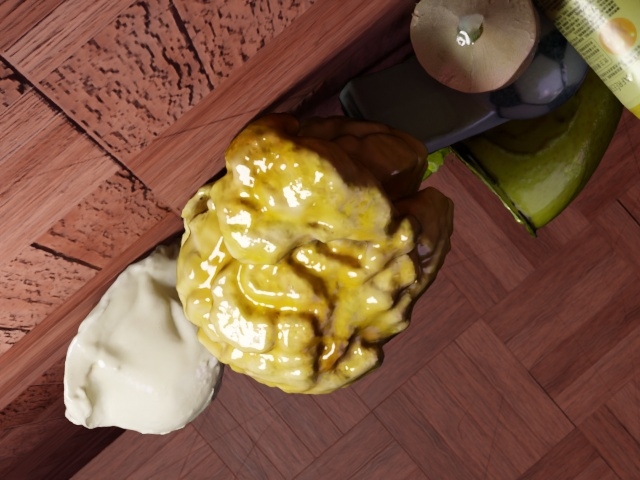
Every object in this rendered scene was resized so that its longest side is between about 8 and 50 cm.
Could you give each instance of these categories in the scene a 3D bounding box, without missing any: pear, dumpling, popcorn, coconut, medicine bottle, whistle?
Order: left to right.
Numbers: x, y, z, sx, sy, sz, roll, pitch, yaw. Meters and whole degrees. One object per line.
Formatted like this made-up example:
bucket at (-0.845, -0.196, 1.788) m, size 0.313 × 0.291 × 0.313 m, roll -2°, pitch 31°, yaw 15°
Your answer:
dumpling at (-0.163, 0.092, 1.632) m, size 0.258 × 0.147 × 0.193 m, roll -29°, pitch 138°, yaw -47°
popcorn at (0.000, 0.000, 1.489) m, size 0.265 × 0.225 × 0.332 m, roll -29°, pitch 153°, yaw -16°
coconut at (0.141, -0.190, 1.499) m, size 0.116 × 0.116 × 0.122 m, roll -41°, pitch 174°, yaw 8°
whistle at (0.171, -0.183, 1.628) m, size 0.289 × 0.163 × 0.163 m, roll -25°, pitch 167°, yaw -37°
pear at (0.244, -0.168, 1.797) m, size 0.255 × 0.238 × 0.164 m, roll -39°, pitch 170°, yaw 2°
medicine bottle at (0.279, -0.218, 1.533) m, size 0.124 × 0.239 × 0.124 m, roll -43°, pitch 180°, yaw 0°

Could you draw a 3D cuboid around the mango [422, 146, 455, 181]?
mango at (0.080, -0.101, 1.991) m, size 0.178 × 0.100 × 0.119 m, roll -33°, pitch 180°, yaw -29°
